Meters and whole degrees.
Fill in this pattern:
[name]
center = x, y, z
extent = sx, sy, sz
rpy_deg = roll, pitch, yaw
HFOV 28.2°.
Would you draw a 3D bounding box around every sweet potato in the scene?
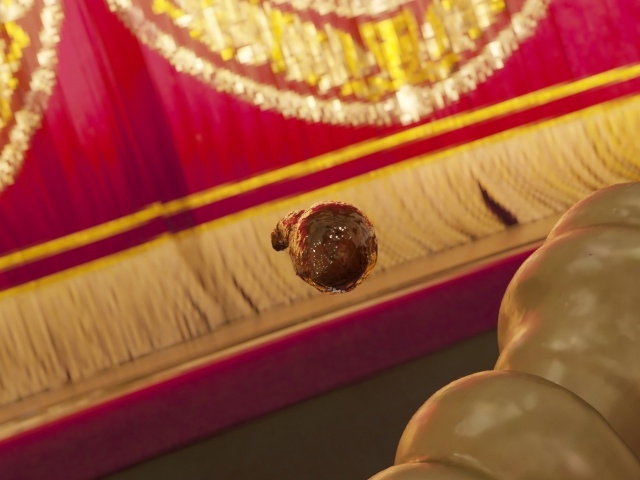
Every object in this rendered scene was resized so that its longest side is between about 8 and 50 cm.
[sweet potato]
center = 0.000, 0.000, 0.733
extent = 0.050, 0.050, 0.214
rpy_deg = -19, 6, -4

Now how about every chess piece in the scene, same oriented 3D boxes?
[chess piece]
center = 0.108, 0.113, 0.597
extent = 0.167, 0.167, 0.299
rpy_deg = -16, 19, 50
